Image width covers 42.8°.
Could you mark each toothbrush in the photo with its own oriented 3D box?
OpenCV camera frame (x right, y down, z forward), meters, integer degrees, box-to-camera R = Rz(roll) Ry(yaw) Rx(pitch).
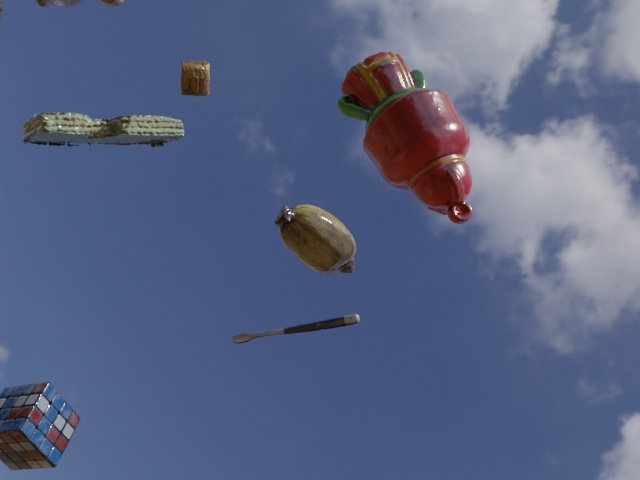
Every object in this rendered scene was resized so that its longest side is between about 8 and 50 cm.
[{"bbox_3d":[-0.054,0.189,1.732,0.288,0.026,0.024,-12,-100,16],"label":"toothbrush"}]

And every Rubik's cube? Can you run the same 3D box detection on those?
[{"bbox_3d":[-0.435,0.279,1.224,0.092,0.092,0.092,-10,-52,25],"label":"Rubik's cube"}]

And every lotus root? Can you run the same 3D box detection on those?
[{"bbox_3d":[0.000,0.000,1.045,0.152,0.072,0.063,43,12,-34],"label":"lotus root"}]

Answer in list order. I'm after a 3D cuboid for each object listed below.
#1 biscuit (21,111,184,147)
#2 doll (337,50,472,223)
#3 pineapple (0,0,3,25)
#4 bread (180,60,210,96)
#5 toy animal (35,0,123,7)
[{"bbox_3d":[-0.373,-0.189,1.401,0.147,0.249,0.046,-2,-90,60],"label":"biscuit"},{"bbox_3d":[0.169,-0.183,1.454,0.363,0.182,0.160,63,-23,20],"label":"doll"},{"bbox_3d":[-0.610,-0.342,1.348,0.237,0.111,0.119,-30,-93,46],"label":"pineapple"},{"bbox_3d":[-0.302,-0.390,1.966,0.077,0.070,0.083,-117,-152,-66],"label":"bread"},{"bbox_3d":[-0.601,-0.689,2.082,0.221,0.229,0.210,8,-80,14],"label":"toy animal"}]
